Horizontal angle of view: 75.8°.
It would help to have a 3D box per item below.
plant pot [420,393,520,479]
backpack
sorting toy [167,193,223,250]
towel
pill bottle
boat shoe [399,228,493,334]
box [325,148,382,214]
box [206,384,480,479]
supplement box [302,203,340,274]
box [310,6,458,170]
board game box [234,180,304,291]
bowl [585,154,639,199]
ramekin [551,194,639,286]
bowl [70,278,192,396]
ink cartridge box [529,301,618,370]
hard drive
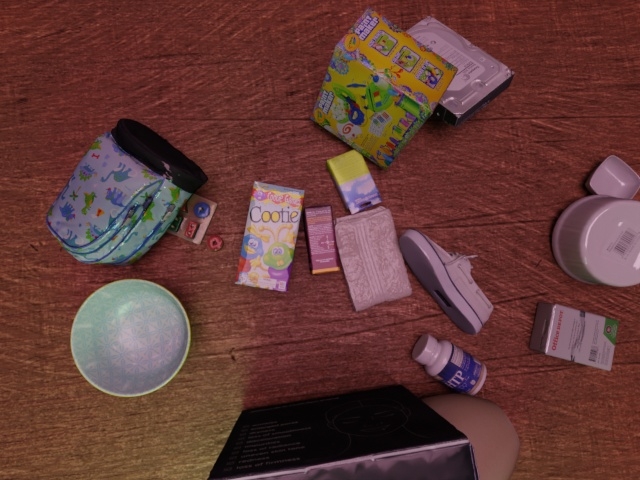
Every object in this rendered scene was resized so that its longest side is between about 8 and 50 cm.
[{"bbox_3d":[0.396,0.520,1.073,0.190,0.284,0.285,-22,87,-7],"label":"plant pot"},{"bbox_3d":[-0.521,-0.102,1.076,0.290,0.273,0.356,40,108,14],"label":"backpack"},{"bbox_3d":[-0.393,-0.077,1.182,0.274,0.046,0.133,23,83,-2],"label":"sorting toy"},{"bbox_3d":[0.151,0.051,1.214,0.186,0.049,0.283,-16,86,-5],"label":"towel"},{"bbox_3d":[0.362,0.350,1.172,0.186,0.112,0.112,32,83,-1],"label":"pill bottle"},{"bbox_3d":[0.383,0.087,1.185,0.156,0.136,0.367,-41,97,-17],"label":"boat shoe"},{"bbox_3d":[0.100,-0.175,1.233,0.108,0.042,0.179,-23,86,-7],"label":"box"},{"bbox_3d":[0.039,0.541,0.907,0.478,0.472,0.298,-8,84,-4],"label":"box"},{"bbox_3d":[0.000,0.000,1.178,0.080,0.104,0.189,-7,85,-6],"label":"supplement box"},{"bbox_3d":[0.156,-0.393,1.118,0.279,0.290,0.177,34,67,-2],"label":"box"},{"bbox_3d":[-0.137,-0.006,1.148,0.144,0.142,0.276,10,84,-4],"label":"board game box"},{"bbox_3d":[0.913,-0.179,1.297,0.142,0.053,0.142,42,84,0],"label":"bowl"},{"bbox_3d":[0.852,0.004,1.207,0.276,0.135,0.278,0,96,1],"label":"ramekin"},{"bbox_3d":[-0.474,0.244,1.089,0.288,0.156,0.290,0,85,-5],"label":"bowl"},{"bbox_3d":[0.750,0.281,1.223,0.208,0.087,0.153,16,84,-4],"label":"ink cartridge box"},{"bbox_3d":[0.356,-0.504,1.212,0.236,0.064,0.339,-38,69,-11],"label":"hard drive"}]
